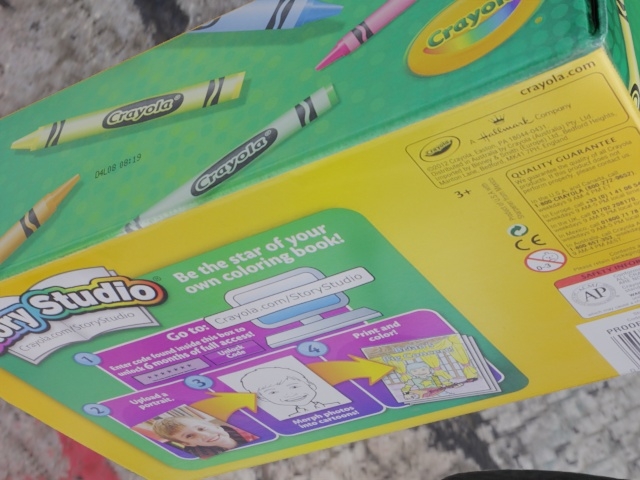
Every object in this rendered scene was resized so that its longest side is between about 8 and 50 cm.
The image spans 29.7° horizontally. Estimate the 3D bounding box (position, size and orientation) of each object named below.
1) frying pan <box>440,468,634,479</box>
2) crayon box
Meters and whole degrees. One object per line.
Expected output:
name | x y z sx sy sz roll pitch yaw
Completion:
frying pan | 0.224 0.124 0.473 0.326 0.053 0.197 -24 111 45
crayon box | 0.000 0.000 0.437 0.278 0.081 0.165 -19 140 27
